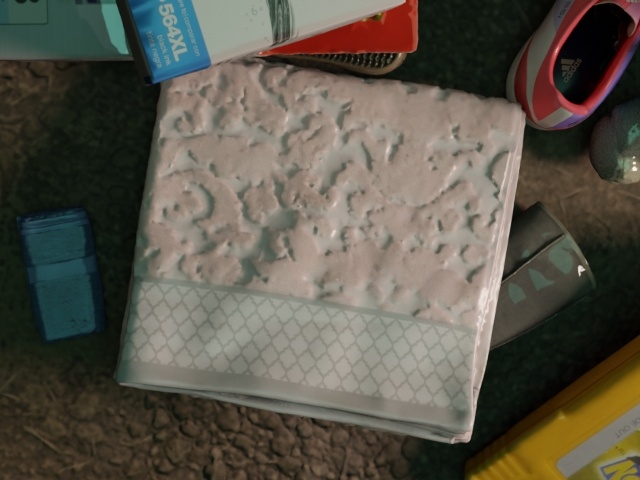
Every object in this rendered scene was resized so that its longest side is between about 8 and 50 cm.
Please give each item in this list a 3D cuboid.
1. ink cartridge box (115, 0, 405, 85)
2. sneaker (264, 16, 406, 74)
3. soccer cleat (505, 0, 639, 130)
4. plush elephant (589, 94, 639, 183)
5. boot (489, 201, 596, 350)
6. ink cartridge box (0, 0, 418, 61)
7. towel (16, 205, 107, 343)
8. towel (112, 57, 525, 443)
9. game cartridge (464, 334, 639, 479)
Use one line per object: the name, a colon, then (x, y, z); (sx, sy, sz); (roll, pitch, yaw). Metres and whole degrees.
ink cartridge box: (-0.052, -0.190, 0.955); (0.203, 0.148, 0.086); (-18, 99, -8)
sneaker: (-0.013, -0.191, 1.114); (0.188, 0.071, 0.066); (21, 98, 6)
soccer cleat: (0.281, -0.243, 1.122); (0.108, 0.116, 0.318); (29, 92, -11)
plush elephant: (0.447, -0.097, 1.084); (0.330, 0.272, 0.255); (-17, 63, -25)
boot: (0.132, 0.031, 1.156); (0.208, 0.076, 0.190); (-37, 101, -1)
ink cartridge box: (-0.111, -0.307, 1.030); (0.384, 0.091, 0.308); (0, 96, 6)
towel: (-0.235, 0.031, 1.121); (0.067, 0.029, 0.120); (-9, 97, -7)
towel: (0.000, 0.000, 1.088); (0.331, 0.053, 0.317); (9, 80, -2)
game cartridge: (0.338, 0.238, 1.174); (0.323, 0.053, 0.285); (-40, 101, 16)
